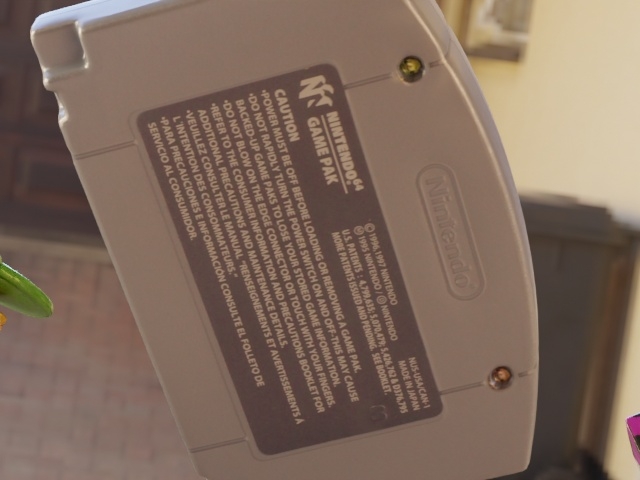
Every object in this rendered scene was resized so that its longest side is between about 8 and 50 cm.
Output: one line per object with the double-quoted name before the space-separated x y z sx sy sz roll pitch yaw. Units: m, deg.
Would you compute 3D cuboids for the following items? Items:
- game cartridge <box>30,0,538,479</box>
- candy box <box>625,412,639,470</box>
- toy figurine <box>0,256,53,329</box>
"game cartridge" 0.000 0.000 0.951 0.196 0.294 0.060 -12 28 12
"candy box" 0.366 0.167 1.456 0.233 0.071 0.159 -22 48 2
"toy figurine" -0.244 0.056 1.009 0.173 0.159 0.130 40 -20 -33
